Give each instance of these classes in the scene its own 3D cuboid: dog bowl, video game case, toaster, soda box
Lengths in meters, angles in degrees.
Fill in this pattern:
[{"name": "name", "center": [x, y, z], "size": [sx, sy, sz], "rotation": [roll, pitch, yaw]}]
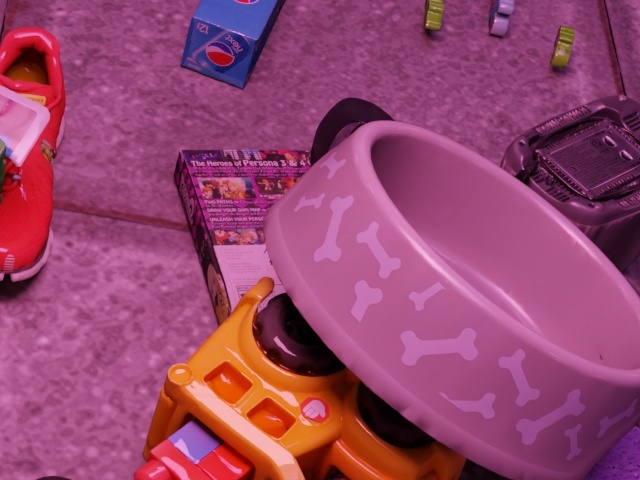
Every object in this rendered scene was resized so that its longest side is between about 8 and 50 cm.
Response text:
[{"name": "dog bowl", "center": [0.125, 0.038, 1.325], "size": [0.349, 0.102, 0.349], "rotation": [32, 23, -15]}, {"name": "video game case", "center": [0.000, 0.000, 1.521], "size": [0.232, 0.042, 0.210], "rotation": [-2, 47, -22]}, {"name": "toaster", "center": [0.237, -0.030, 1.564], "size": [0.227, 0.146, 0.129], "rotation": [-26, 59, -39]}, {"name": "soda box", "center": [-0.077, -0.252, 1.730], "size": [0.071, 0.067, 0.210], "rotation": [20, 42, 0]}]

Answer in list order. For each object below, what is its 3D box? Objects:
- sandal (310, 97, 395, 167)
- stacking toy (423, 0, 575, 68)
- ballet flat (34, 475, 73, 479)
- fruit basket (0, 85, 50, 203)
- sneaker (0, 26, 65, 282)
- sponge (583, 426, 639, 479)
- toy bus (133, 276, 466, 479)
[{"name": "sandal", "center": [0.036, -0.048, 1.512], "size": [0.097, 0.054, 0.254], "rotation": [16, 42, -5]}, {"name": "stacking toy", "center": [0.202, -0.280, 1.882], "size": [0.167, 0.052, 0.221], "rotation": [14, 45, -4]}, {"name": "ballet flat", "center": [-0.221, 0.247, 1.147], "size": [0.095, 0.096, 0.280], "rotation": [24, 43, 5]}, {"name": "fruit basket", "center": [-0.435, -0.064, 1.273], "size": [0.353, 0.165, 0.327], "rotation": [31, 62, -4]}, {"name": "sneaker", "center": [-0.274, -0.084, 1.448], "size": [0.107, 0.118, 0.279], "rotation": [8, 44, -12]}, {"name": "sponge", "center": [0.290, 0.221, 1.318], "size": [0.210, 0.031, 0.117], "rotation": [28, 37, 36]}, {"name": "toy bus", "center": [-0.032, 0.167, 1.261], "size": [0.220, 0.149, 0.211], "rotation": [37, 45, 15]}]
